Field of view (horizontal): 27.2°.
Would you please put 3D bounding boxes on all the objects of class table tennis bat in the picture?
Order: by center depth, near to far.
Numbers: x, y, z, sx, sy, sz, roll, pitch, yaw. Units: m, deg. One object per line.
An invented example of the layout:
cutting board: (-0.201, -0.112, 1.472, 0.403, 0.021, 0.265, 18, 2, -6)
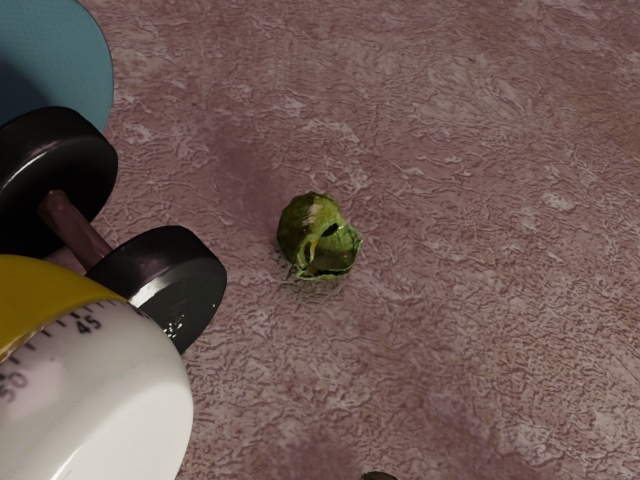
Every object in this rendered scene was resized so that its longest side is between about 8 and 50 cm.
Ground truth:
table tennis bat: (-0.340, -0.121, 1.209, 0.329, 0.215, 0.044, -28, 19, -24)

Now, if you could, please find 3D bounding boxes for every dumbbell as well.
dumbbell: (-0.201, 0.004, 1.149, 0.218, 0.152, 0.152, 45, 40, 21)

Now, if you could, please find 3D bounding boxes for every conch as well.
conch: (0.000, 0.000, 1.340, 0.089, 0.074, 0.121, 11, 35, -5)

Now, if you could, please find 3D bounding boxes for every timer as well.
timer: (-0.253, 0.119, 0.907, 0.285, 0.285, 0.285, 17, 38, -14)

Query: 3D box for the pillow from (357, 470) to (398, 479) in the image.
pillow: (0.041, 0.276, 1.063, 0.093, 0.051, 0.241, 30, 35, 3)
